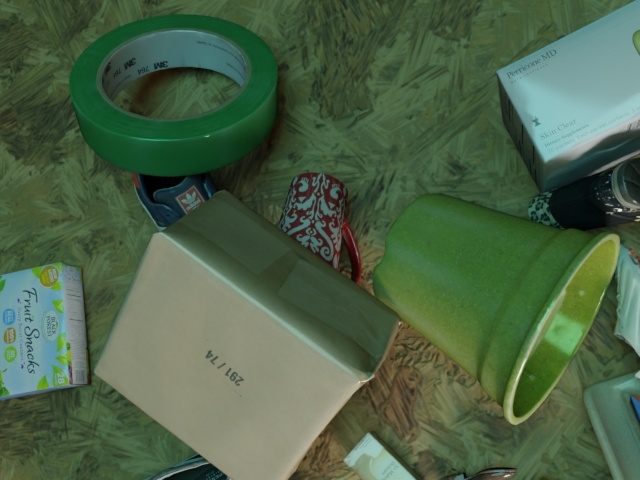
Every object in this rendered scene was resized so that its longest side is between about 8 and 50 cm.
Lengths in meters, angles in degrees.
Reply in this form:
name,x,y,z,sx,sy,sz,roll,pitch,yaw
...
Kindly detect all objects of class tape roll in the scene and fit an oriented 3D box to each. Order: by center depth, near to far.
name,x,y,z,sx,sy,sz,roll,pitch,yaw
tape roll,-0.226,-0.238,1.221,0.321,0.077,0.321,1,48,-1

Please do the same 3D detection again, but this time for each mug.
name,x,y,z,sx,sy,sz,roll,pitch,yaw
mug,-0.010,0.000,1.183,0.113,0.150,0.169,-5,57,27

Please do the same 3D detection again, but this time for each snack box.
name,x,y,z,sx,sy,sz,roll,pitch,yaw
snack box,-0.489,0.155,1.305,0.174,0.070,0.207,-11,78,13

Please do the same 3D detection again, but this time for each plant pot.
name,x,y,z,sx,sy,sz,roll,pitch,yaw
plant pot,0.221,0.062,1.048,0.254,0.276,0.276,30,88,29

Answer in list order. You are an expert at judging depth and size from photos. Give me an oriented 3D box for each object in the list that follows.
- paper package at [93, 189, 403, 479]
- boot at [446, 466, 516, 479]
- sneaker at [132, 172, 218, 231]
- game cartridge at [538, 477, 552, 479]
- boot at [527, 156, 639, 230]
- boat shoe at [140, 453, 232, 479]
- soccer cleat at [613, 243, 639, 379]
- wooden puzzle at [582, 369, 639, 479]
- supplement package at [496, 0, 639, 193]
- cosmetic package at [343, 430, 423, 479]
name,x,y,z,sx,sy,sz,roll,pitch,yaw
paper package,-0.107,0.148,1.065,0.325,0.168,0.309,36,123,6
boot,0.236,0.381,1.081,0.106,0.037,0.114,-19,71,25
sneaker,-0.184,-0.024,1.200,0.131,0.148,0.350,-39,72,-19
game cartridge,0.414,0.499,1.008,0.323,0.052,0.285,14,84,20
boot,0.427,-0.061,1.077,0.178,0.236,0.085,-21,74,54
boat shoe,-0.256,0.407,1.167,0.335,0.119,0.121,-38,72,6
soccer cleat,0.429,0.094,1.055,0.076,0.068,0.196,-29,55,26
wooden puzzle,0.548,0.278,0.957,0.348,0.080,0.322,-19,60,10
supplement package,0.395,-0.198,1.061,0.262,0.204,0.145,-27,73,9
cosmetic package,0.096,0.340,1.125,0.115,0.041,0.060,41,91,19
